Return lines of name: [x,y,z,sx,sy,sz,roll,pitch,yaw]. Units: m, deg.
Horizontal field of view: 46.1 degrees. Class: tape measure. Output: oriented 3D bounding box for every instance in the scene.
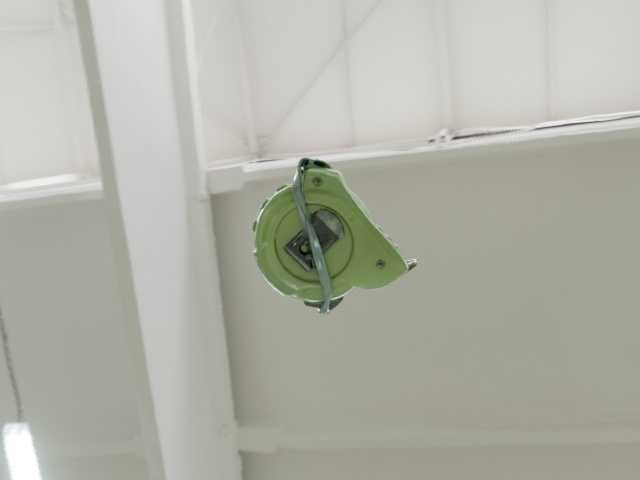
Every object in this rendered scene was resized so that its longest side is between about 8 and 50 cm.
tape measure: [0.000,0.000,0.980,0.175,0.106,0.200,-37,-85,5]
